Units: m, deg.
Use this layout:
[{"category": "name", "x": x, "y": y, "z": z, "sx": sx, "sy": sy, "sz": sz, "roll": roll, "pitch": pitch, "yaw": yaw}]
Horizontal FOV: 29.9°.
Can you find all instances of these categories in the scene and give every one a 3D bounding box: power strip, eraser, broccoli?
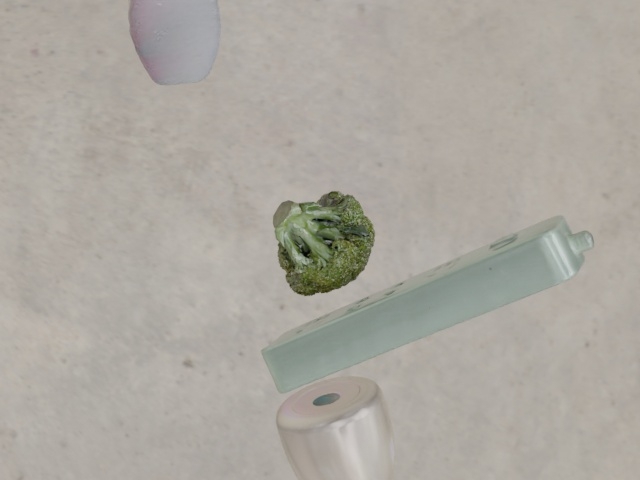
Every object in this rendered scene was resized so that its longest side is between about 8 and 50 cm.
[{"category": "power strip", "x": 0.112, "y": 0.066, "z": 1.275, "sx": 0.062, "sy": 0.385, "sz": 0.091, "roll": 64, "pitch": 25, "yaw": -3}, {"category": "eraser", "x": -0.162, "y": -0.317, "z": 1.239, "sx": 0.094, "sy": 0.270, "sz": 0.174, "roll": -7, "pitch": 147, "yaw": -5}, {"category": "broccoli", "x": 0.000, "y": 0.000, "z": 1.354, "sx": 0.120, "sy": 0.131, "sz": 0.130, "roll": 34, "pitch": 115, "yaw": -26}]

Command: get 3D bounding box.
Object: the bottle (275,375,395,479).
[{"category": "bottle", "x": 0.040, "y": 0.314, "z": 1.602, "sx": 0.147, "sy": 0.147, "sz": 0.236, "roll": -24, "pitch": 106, "yaw": -26}]
